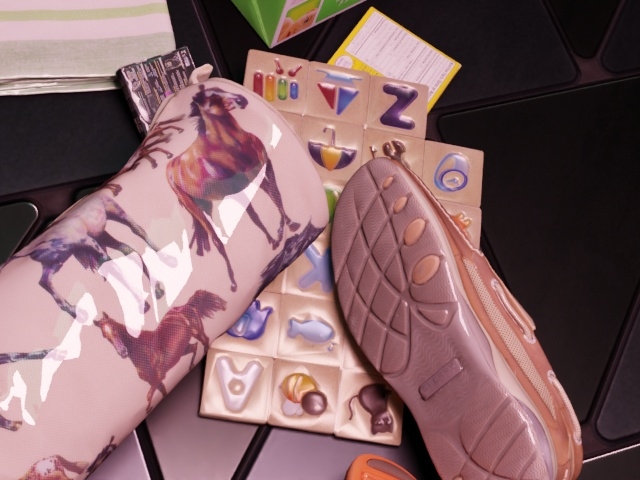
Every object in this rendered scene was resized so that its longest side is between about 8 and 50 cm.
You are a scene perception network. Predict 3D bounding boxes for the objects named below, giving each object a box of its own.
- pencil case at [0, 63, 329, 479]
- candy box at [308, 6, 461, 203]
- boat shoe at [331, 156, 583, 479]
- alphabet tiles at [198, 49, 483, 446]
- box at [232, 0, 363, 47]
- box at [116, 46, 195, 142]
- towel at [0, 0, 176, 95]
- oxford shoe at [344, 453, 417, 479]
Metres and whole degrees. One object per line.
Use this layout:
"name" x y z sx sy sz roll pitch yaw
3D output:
"pencil case" -0.174 0.047 1.091 0.183 0.160 0.410 47 67 -6
"candy box" 0.038 -0.120 1.328 0.105 0.027 0.206 35 60 1
"boat shoe" 0.112 0.078 1.184 0.116 0.123 0.324 1 59 -49
"alphabet tiles" 0.000 0.000 1.243 0.285 0.011 0.342 10 68 -10
"box" 0.033 -0.335 1.306 0.231 0.262 0.126 -29 74 -27
"box" -0.136 -0.123 1.275 0.067 0.018 0.083 -22 91 -23
"towel" -0.276 -0.280 1.328 0.248 0.038 0.324 -6 64 -18
"oxford shoe" 0.033 0.318 1.043 0.130 0.133 0.363 29 36 -23
